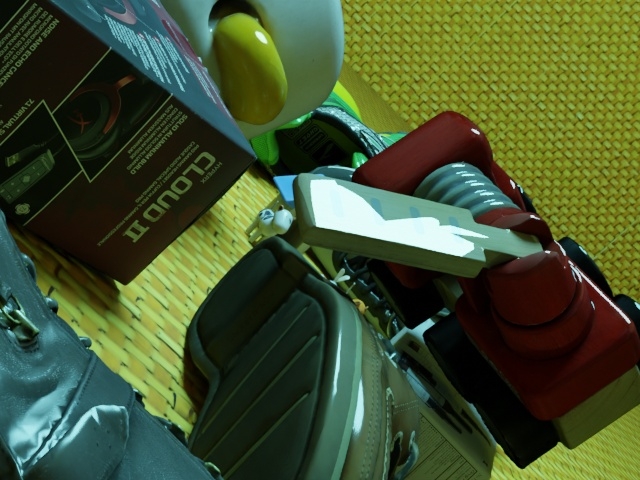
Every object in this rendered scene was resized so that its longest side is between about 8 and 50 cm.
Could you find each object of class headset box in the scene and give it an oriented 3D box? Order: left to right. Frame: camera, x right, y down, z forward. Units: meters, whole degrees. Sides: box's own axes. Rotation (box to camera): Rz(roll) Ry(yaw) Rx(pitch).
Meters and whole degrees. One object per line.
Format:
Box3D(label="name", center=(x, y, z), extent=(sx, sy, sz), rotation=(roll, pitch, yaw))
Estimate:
Box3D(label="headset box", center=(-0.175, -0.120, 0.693), extent=(0.293, 0.110, 0.218), rotation=(36, 15, -44))

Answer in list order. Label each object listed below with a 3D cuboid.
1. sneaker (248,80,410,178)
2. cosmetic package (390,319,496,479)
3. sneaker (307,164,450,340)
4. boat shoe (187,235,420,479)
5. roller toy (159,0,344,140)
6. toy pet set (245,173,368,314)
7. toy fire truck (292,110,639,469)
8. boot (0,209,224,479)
Box3D(label="sneaker", center=(0.047, -0.044, 1.296), extent=(0.344, 0.134, 0.146), rotation=(31, 23, -25))
Box3D(label="cosmetic package", center=(0.074, 0.117, 0.915), extent=(0.099, 0.060, 0.239), rotation=(48, 11, 3))
Box3D(label="sneaker", center=(0.076, 0.042, 1.111), extent=(0.271, 0.100, 0.108), rotation=(48, 16, 8))
Box3D(label="boat shoe", center=(0.004, 0.083, 0.633), extent=(0.104, 0.111, 0.307), rotation=(42, 11, -14))
Box3D(label="roller toy", center=(-0.088, -0.157, 0.935), extent=(0.209, 0.146, 0.191), rotation=(60, -25, 8))
Box3D(label="toy pet set", center=(0.000, 0.000, 1.048), extent=(0.122, 0.065, 0.114), rotation=(40, 12, -32))
Box3D(label="toy fire truck", center=(0.075, -0.001, 0.788), extent=(0.217, 0.158, 0.246), rotation=(53, -6, 45))
Box3D(label="boot", center=(-0.118, 0.033, 0.475), extent=(0.229, 0.091, 0.263), rotation=(49, 13, -17))
